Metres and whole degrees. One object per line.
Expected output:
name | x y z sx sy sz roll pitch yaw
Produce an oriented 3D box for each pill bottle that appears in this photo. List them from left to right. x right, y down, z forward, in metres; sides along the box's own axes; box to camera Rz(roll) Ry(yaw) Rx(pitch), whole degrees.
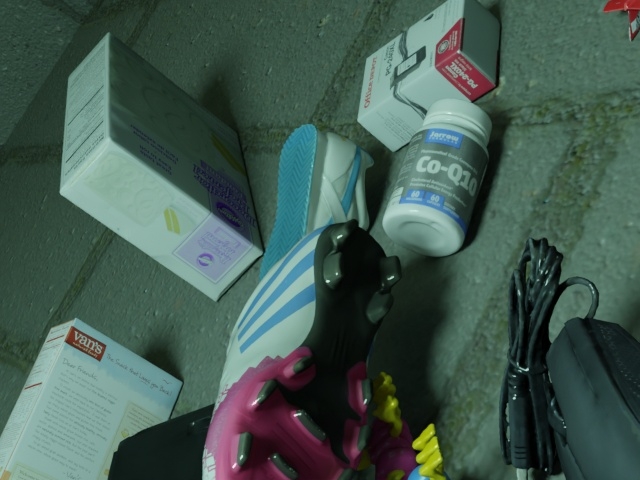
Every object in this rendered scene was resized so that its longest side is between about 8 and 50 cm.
pill bottle | 0.113 -0.061 1.086 0.078 0.078 0.137 -17 45 50

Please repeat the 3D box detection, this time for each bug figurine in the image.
bug figurine | 0.019 0.234 0.901 0.279 0.072 0.216 -48 21 22

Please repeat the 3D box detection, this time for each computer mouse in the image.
computer mouse | 0.176 0.133 0.693 0.072 0.189 0.272 -15 30 -21

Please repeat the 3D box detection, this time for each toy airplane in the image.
toy airplane | 0.310 -0.250 1.049 0.151 0.028 0.151 -40 29 27

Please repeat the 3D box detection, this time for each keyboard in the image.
keyboard | -0.093 0.239 0.906 0.201 0.033 0.317 -22 31 13

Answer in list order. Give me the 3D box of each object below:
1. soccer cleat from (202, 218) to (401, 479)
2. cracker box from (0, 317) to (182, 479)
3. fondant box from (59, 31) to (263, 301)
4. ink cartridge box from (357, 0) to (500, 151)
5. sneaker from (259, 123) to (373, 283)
soccer cleat | -0.028 0.120 0.922 0.143 0.116 0.331 -35 19 38
cracker box | -0.265 0.224 1.269 0.067 0.155 0.232 -20 41 48
fondant box | -0.203 -0.101 1.458 0.096 0.238 0.330 -43 29 17
ink cartridge box | 0.115 -0.180 1.238 0.150 0.063 0.109 -31 35 37
sneaker | 0.000 0.000 1.195 0.087 0.092 0.229 3 80 56
